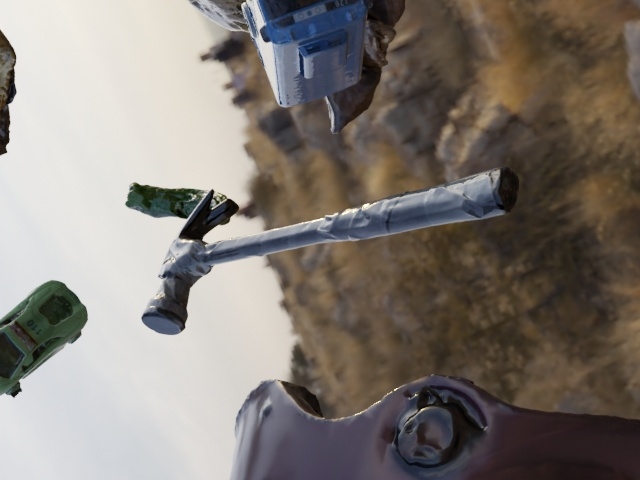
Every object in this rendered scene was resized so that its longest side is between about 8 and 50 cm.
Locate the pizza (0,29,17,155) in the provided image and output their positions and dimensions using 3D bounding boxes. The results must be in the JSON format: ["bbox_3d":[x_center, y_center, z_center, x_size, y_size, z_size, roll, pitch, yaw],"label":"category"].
[{"bbox_3d":[-0.555,-0.238,1.844,0.408,0.114,0.278,12,118,50],"label":"pizza"}]

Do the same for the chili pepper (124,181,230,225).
[{"bbox_3d":[-0.200,-0.053,1.844,0.073,0.182,0.050,1,-84,-65],"label":"chili pepper"}]

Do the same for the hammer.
[{"bbox_3d":[-0.001,-0.001,1.143,0.044,0.427,0.152,41,-124,-35],"label":"hammer"}]

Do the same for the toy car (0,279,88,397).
[{"bbox_3d":[-0.375,0.127,1.588,0.093,0.186,0.058,48,151,0],"label":"toy car"}]

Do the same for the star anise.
[{"bbox_3d":[0.055,-0.303,1.909,0.292,0.109,0.350,-53,16,50],"label":"star anise"}]

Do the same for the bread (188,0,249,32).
[{"bbox_3d":[-0.104,-0.460,1.974,0.176,0.246,0.195,29,177,23],"label":"bread"}]

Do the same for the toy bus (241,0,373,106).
[{"bbox_3d":[-0.015,-0.235,1.331,0.234,0.116,0.134,90,161,-80],"label":"toy bus"}]

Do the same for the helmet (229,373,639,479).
[{"bbox_3d":[0.080,0.222,0.874,0.271,0.338,0.197,53,-135,-54],"label":"helmet"}]
